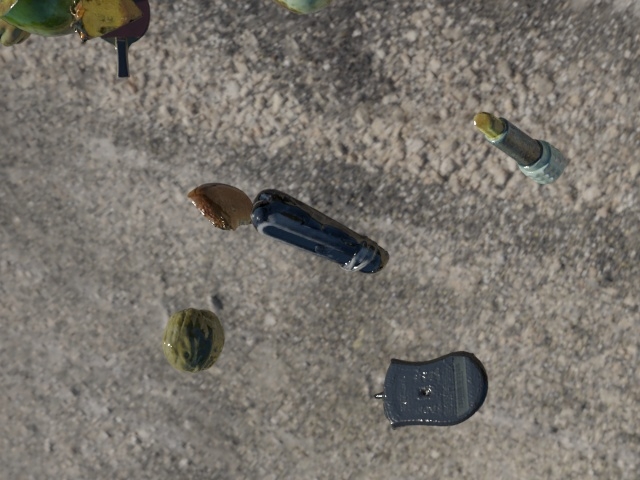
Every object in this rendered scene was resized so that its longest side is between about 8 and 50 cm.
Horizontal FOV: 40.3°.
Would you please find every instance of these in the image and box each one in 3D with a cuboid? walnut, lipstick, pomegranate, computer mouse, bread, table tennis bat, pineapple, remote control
[{"bbox_3d":[-0.171,0.134,1.172,0.092,0.092,0.092,16,126,24],"label":"walnut"},{"bbox_3d":[0.174,-0.085,0.770,0.037,0.037,0.116,-17,152,38],"label":"lipstick"},{"bbox_3d":[-0.451,-0.405,1.448,0.241,0.159,0.190,-59,43,15],"label":"pomegranate"},{"bbox_3d":[0.227,0.304,1.742,0.264,0.088,0.147,-9,69,33],"label":"computer mouse"},{"bbox_3d":[-0.192,-0.074,1.756,0.126,0.129,0.044,45,117,18],"label":"bread"},{"bbox_3d":[-0.319,-0.341,1.398,0.095,0.014,0.158,-2,94,-3],"label":"table tennis bat"},{"bbox_3d":[-0.251,-0.290,1.013,0.077,0.114,0.114,1,121,10],"label":"pineapple"},{"bbox_3d":[0.000,0.000,1.488,0.266,0.066,0.090,27,150,-19],"label":"remote control"}]

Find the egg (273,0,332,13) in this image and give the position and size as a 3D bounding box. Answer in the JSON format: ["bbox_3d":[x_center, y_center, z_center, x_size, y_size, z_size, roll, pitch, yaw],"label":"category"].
[{"bbox_3d":[-0.027,-0.413,1.186,0.169,0.169,0.231,-21,62,39],"label":"egg"}]
